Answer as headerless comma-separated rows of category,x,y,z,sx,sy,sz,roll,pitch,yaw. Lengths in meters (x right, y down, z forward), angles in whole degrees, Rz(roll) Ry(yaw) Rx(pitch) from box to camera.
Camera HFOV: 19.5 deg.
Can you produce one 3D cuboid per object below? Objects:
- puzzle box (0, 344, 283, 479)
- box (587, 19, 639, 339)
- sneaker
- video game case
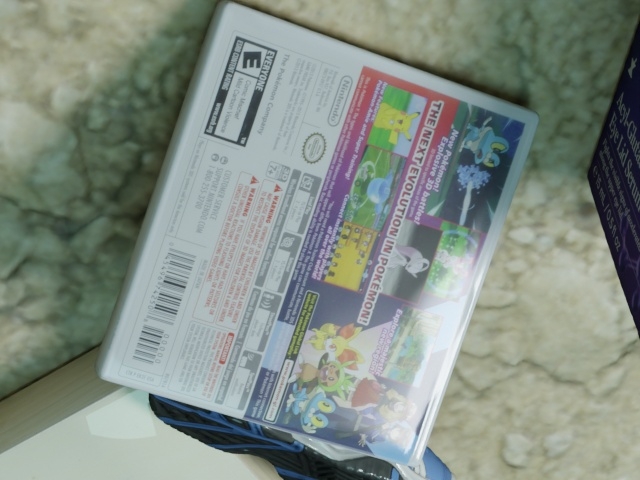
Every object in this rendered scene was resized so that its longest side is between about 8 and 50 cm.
puzzle box,-0.193,0.236,1.160,0.409,0.052,0.272,-28,125,15
box,0.221,-0.064,0.915,0.108,0.153,0.207,6,125,-10
sneaker,0.003,0.095,1.047,0.211,0.081,0.080,33,148,-33
video game case,0.000,0.000,0.962,0.183,0.023,0.201,18,93,-18
